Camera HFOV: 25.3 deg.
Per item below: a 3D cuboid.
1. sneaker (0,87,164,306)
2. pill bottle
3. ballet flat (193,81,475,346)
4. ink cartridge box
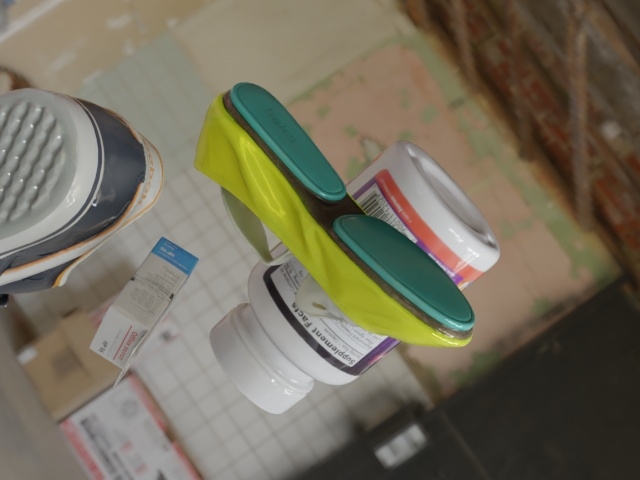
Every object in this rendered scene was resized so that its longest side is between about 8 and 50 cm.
[{"bbox_3d":[-0.248,-0.012,0.924,0.127,0.321,0.126,11,71,-62],"label":"sneaker"},{"bbox_3d":[0.019,0.031,0.980,0.108,0.193,0.108,44,17,-17],"label":"pill bottle"},{"bbox_3d":[0.000,0.000,0.872,0.231,0.077,0.077,47,26,23],"label":"ballet flat"},{"bbox_3d":[-0.109,0.043,0.848,0.028,0.083,0.048,32,-44,0],"label":"ink cartridge box"}]
